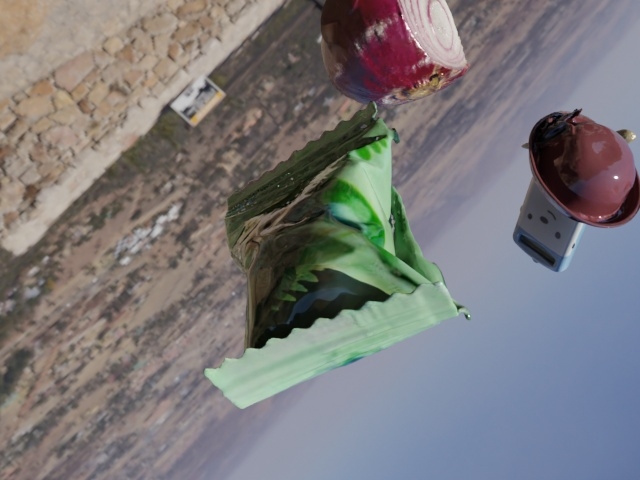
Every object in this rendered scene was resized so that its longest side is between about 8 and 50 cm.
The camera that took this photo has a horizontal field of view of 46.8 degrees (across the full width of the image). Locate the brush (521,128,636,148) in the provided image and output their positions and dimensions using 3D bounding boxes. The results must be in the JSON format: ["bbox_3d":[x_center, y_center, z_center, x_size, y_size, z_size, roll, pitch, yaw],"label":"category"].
[{"bbox_3d":[0.685,-0.264,1.977,0.299,0.039,0.042,-2,-164,35],"label":"brush"}]

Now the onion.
[{"bbox_3d":[0.092,-0.317,1.175,0.206,0.216,0.207,-9,164,-48],"label":"onion"}]

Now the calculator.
[{"bbox_3d":[0.408,-0.031,1.309,0.039,0.121,0.210,-30,146,-27],"label":"calculator"}]

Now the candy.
[{"bbox_3d":[-0.003,-0.004,0.858,0.262,0.398,0.172,-23,132,9],"label":"candy"}]

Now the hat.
[{"bbox_3d":[0.411,-0.116,1.117,0.205,0.205,0.089,-43,177,-30],"label":"hat"}]
